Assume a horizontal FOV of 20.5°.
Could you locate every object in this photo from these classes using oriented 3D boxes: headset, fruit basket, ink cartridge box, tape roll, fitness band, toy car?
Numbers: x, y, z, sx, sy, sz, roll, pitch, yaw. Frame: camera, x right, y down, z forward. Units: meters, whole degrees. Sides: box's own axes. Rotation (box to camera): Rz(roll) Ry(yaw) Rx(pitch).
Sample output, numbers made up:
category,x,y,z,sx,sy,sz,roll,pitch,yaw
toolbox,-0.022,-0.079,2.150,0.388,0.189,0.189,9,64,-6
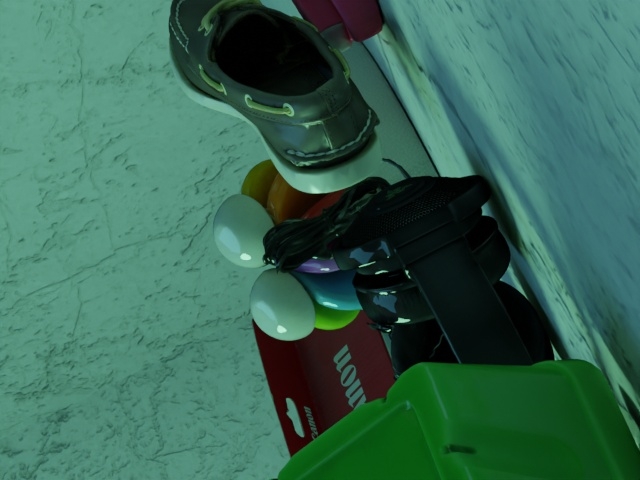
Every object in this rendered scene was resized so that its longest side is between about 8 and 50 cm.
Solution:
category,x,y,z,sx,sy,sz,roll,pitch,yaw
headset,0.075,0.062,1.391,0.394,0.185,0.243,-116,1,-55
fruit basket,0.142,0.291,1.131,0.392,0.283,0.392,40,-155,-23
ink cartridge box,0.086,0.194,1.953,0.272,0.130,0.309,27,-153,-34
tape roll,0.087,-0.027,1.849,0.392,0.072,0.392,64,178,3
fitness band,-0.026,-0.283,1.548,0.209,0.054,0.291,64,177,-37
toy car,0.000,0.000,1.714,0.136,0.159,0.182,-14,105,51

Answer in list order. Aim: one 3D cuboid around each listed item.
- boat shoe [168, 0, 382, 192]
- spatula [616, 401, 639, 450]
category,x,y,z,sx,sy,sz,roll,pitch,yaw
boat shoe,-0.053,-0.156,1.531,0.324,0.116,0.097,49,161,50
spatula,0.258,0.227,1.164,0.242,0.019,0.168,62,176,-22
